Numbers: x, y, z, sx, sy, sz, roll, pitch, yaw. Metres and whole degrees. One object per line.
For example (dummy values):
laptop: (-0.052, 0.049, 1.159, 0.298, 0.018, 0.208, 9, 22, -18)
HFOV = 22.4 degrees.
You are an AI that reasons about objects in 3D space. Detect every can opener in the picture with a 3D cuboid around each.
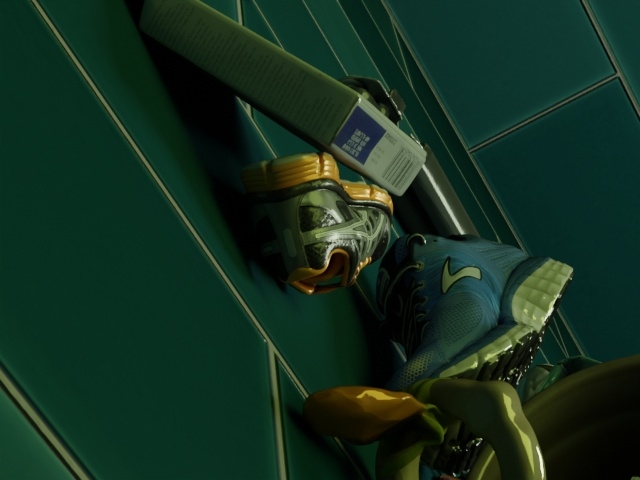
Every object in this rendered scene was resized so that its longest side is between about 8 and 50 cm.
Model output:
can opener: (0.087, -0.067, 1.773, 0.280, 0.074, 0.093, 54, 48, -33)

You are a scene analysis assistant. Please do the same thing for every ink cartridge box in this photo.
ink cartridge box: (-0.044, -0.120, 1.162, 0.224, 0.045, 0.223, 34, 3, 17)

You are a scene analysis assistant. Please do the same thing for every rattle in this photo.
rattle: (0.069, 0.187, 0.996, 0.143, 0.130, 0.199, 3, 86, -66)

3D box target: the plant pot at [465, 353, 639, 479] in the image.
plant pot: (0.275, 0.290, 1.204, 0.323, 0.323, 0.280, -106, -179, -47)

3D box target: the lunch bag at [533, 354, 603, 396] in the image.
lunch bag: (0.305, 0.272, 1.692, 0.223, 0.160, 0.262, 57, 18, -27)

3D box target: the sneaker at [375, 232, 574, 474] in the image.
sneaker: (0.098, 0.078, 1.315, 0.147, 0.129, 0.330, 25, 22, 11)

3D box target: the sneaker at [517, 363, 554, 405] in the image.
sneaker: (0.302, 0.270, 1.906, 0.297, 0.111, 0.129, 63, -6, -18)

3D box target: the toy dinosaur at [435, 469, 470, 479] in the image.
toy dinosaur: (0.119, 0.210, 1.319, 0.090, 0.047, 0.082, -34, 109, -47)

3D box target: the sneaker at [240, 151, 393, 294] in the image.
sneaker: (0.000, 0.000, 1.127, 0.215, 0.084, 0.083, 24, 53, -69)

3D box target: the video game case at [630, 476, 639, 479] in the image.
video game case: (0.267, 0.272, 0.952, 0.244, 0.269, 0.061, -47, 139, -43)
